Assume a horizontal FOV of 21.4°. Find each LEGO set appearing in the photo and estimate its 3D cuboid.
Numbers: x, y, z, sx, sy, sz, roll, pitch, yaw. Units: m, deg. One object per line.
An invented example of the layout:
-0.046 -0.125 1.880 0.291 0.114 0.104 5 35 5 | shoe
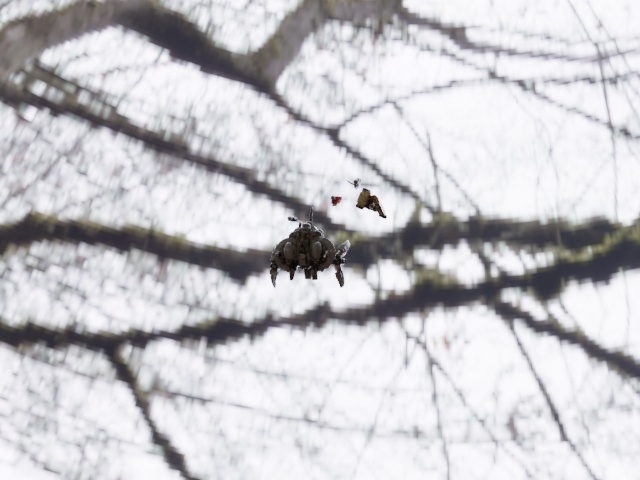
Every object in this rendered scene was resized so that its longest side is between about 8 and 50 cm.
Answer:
-0.001 -0.002 0.999 0.054 0.023 0.083 33 -86 21 | LEGO set
